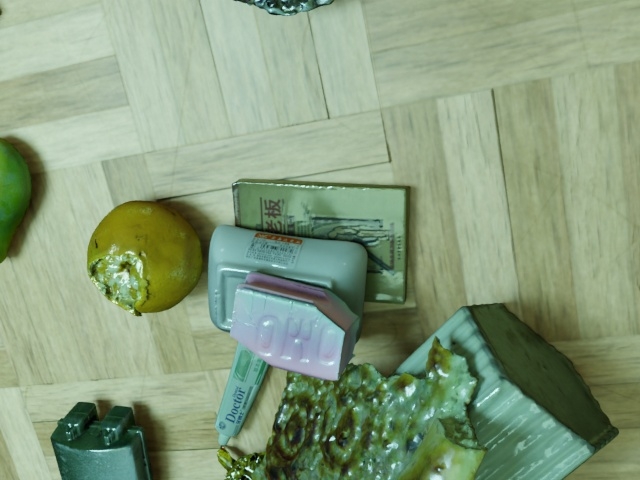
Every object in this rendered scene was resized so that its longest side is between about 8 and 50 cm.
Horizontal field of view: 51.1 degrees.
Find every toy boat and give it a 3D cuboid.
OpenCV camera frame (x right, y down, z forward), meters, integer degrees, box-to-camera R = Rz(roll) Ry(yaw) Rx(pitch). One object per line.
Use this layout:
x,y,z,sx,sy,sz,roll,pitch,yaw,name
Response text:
-0.327,0.403,1.063,0.141,0.092,0.320,3,116,12,toy boat

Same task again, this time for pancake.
0.015,0.268,0.778,0.066,0.305,0.426,24,154,-29,pancake

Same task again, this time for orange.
-0.234,0.023,0.889,0.154,0.134,0.155,2,101,11,orange

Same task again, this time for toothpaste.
-0.112,0.207,0.971,0.064,0.041,0.218,19,109,-5,toothpaste

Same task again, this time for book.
0.000,0.000,0.881,0.230,0.026,0.161,3,109,13,book

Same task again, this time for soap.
-0.028,0.104,0.797,0.149,0.056,0.100,14,113,8,soap

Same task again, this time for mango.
-0.478,-0.058,0.946,0.122,0.085,0.191,33,111,-2,mango

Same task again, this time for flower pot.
0.202,0.211,0.803,0.239,0.209,0.190,41,112,-1,flower pot

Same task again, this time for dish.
-0.052,0.071,0.862,0.212,0.077,0.151,8,111,11,dish

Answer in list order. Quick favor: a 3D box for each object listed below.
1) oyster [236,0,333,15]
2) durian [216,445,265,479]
0.016,-0.350,0.713,0.350,0.158,0.162,-10,148,9,oyster
-0.087,0.417,0.980,0.193,0.138,0.237,-40,94,21,durian
